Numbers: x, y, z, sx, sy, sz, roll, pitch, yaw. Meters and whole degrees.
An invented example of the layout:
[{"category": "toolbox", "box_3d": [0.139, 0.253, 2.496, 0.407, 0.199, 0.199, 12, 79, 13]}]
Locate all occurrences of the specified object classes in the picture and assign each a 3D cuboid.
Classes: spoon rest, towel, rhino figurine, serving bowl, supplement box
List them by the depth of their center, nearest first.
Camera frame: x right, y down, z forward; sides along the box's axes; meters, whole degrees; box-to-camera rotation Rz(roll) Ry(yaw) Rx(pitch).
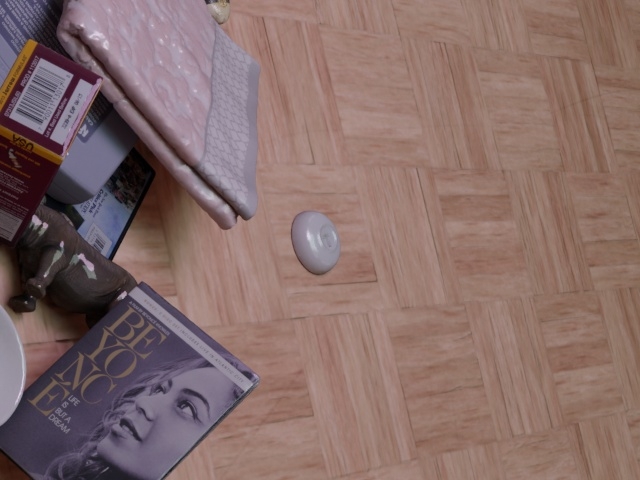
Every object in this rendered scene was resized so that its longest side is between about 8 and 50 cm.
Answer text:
[{"category": "spoon rest", "box_3d": [-0.368, 0.064, 1.532, 0.276, 0.084, 0.137, 51, 41, -25]}, {"category": "supplement box", "box_3d": [-0.282, -0.087, 1.557, 0.081, 0.188, 0.104, 28, 56, -10]}, {"category": "rhino figurine", "box_3d": [-0.275, 0.023, 1.684, 0.243, 0.073, 0.106, 46, 47, -25]}, {"category": "towel", "box_3d": [-0.169, -0.213, 1.860, 0.317, 0.053, 0.332, 51, 22, -30]}, {"category": "serving bowl", "box_3d": [0.000, 0.000, 2.097, 0.083, 0.027, 0.083, 25, 56, -46]}]

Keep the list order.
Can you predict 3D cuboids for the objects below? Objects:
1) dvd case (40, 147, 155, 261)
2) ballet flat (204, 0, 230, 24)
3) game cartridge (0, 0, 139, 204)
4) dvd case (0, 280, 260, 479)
[{"category": "dvd case", "box_3d": [-0.287, -0.098, 1.765, 0.253, 0.022, 0.180, 50, 40, -27]}, {"category": "ballet flat", "box_3d": [-0.142, -0.352, 2.046, 0.057, 0.049, 0.173, -7, 81, -53]}, {"category": "game cartridge", "box_3d": [-0.304, -0.190, 1.721, 0.294, 0.060, 0.196, 55, 34, -21]}, {"category": "dvd case", "box_3d": [-0.192, 0.161, 1.608, 0.164, 0.018, 0.221, 38, 67, 20]}]
